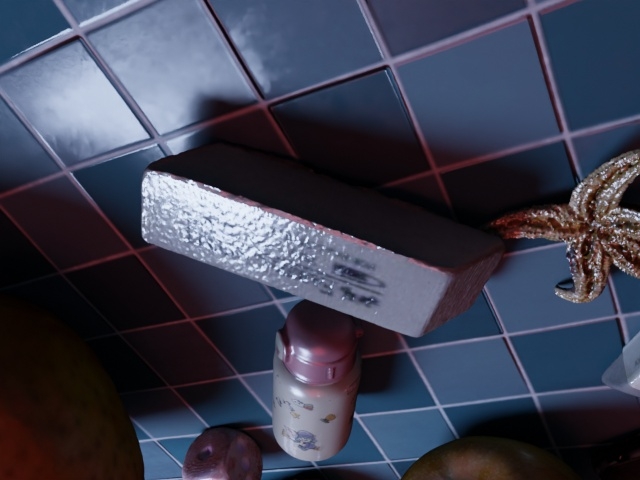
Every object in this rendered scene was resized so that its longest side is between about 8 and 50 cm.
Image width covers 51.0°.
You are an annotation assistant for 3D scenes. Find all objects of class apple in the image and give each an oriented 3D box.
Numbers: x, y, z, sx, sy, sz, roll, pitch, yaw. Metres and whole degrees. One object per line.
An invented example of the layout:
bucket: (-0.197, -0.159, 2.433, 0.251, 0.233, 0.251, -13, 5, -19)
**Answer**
apple: (0.217, 0.408, 0.861, 0.319, 0.319, 0.277, -21, 105, 29)

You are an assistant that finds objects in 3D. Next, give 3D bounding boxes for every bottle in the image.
bottle: (-0.005, 0.165, 0.816, 0.109, 0.110, 0.233, 9, 135, 5)

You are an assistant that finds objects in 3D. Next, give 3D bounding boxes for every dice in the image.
dice: (-0.151, 0.352, 1.039, 0.094, 0.093, 0.091, -17, 126, 28)

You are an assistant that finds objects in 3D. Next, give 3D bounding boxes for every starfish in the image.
starfish: (0.255, -0.011, 0.628, 0.237, 0.057, 0.213, 12, 141, 26)

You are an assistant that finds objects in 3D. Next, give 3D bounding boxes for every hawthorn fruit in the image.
hawthorn fruit: (-0.462, 0.278, 0.842, 0.471, 0.472, 0.472, 7, 134, 7)

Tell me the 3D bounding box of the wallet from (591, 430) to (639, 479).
wallet: (0.524, 0.344, 0.904, 0.318, 0.045, 0.172, 35, 128, -18)

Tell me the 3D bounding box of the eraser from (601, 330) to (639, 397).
eraser: (0.404, 0.072, 0.663, 0.089, 0.061, 0.352, 16, 134, -3)

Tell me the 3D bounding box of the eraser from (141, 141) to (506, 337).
eraser: (0.000, 0.001, 0.668, 0.352, 0.077, 0.111, 19, 134, 2)

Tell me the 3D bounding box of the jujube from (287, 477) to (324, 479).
jujube: (-0.055, 0.470, 1.094, 0.155, 0.155, 0.230, 41, 135, -24)
